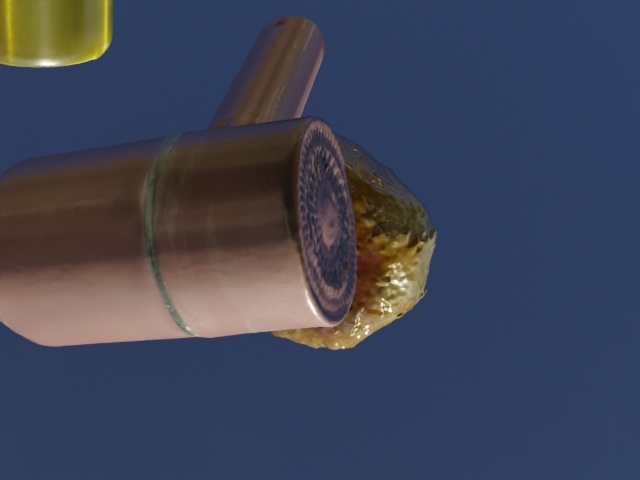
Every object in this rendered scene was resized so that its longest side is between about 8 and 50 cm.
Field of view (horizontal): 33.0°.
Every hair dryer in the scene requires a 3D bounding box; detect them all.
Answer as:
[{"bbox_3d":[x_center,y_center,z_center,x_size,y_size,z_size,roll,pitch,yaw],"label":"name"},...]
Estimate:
[{"bbox_3d":[-0.071,-0.065,0.756,0.210,0.125,0.352,-6,-148,17],"label":"hair dryer"}]

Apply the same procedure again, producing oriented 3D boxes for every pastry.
[{"bbox_3d":[0.000,0.000,0.932,0.192,0.182,0.093,48,-148,-1],"label":"pastry"}]

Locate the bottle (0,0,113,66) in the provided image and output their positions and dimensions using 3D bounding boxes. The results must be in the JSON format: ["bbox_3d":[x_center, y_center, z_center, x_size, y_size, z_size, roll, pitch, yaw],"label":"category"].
[{"bbox_3d":[-0.135,-0.228,0.499,0.082,0.082,0.286,-2,-59,-14],"label":"bottle"}]
